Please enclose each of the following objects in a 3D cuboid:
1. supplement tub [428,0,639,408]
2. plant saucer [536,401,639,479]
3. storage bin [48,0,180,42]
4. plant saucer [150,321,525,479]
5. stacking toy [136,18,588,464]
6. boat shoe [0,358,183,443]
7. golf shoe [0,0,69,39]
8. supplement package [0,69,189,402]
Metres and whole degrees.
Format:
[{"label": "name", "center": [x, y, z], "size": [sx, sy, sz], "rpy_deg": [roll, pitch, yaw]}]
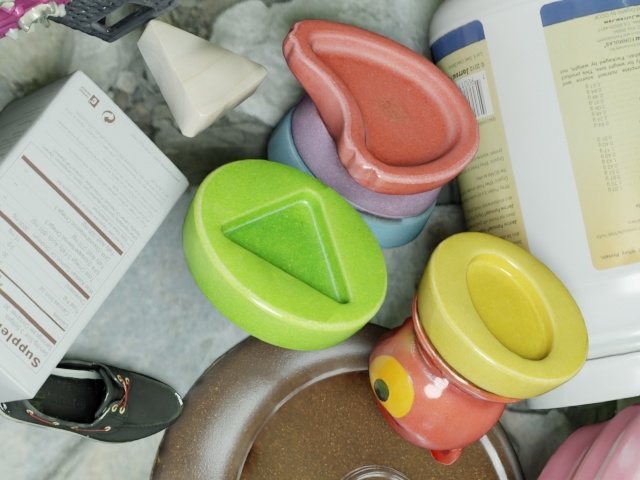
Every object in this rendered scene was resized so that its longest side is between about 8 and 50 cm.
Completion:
[{"label": "supplement tub", "center": [0.218, -0.045, 1.212], "size": [0.228, 0.228, 0.316], "rpy_deg": [-8, 86, -36]}, {"label": "plant saucer", "center": [0.193, 0.263, 1.142], "size": [0.332, 0.084, 0.332], "rpy_deg": [-40, 137, -51]}, {"label": "storage bin", "center": [-0.139, -0.237, 1.061], "size": [0.084, 0.122, 0.180], "rpy_deg": [19, 70, -32]}, {"label": "plant saucer", "center": [0.031, 0.202, 1.114], "size": [0.310, 0.050, 0.311], "rpy_deg": [7, 74, -26]}, {"label": "stacking toy", "center": [0.000, 0.000, 1.074], "size": [0.279, 0.130, 0.309], "rpy_deg": [6, 47, -33]}, {"label": "boat shoe", "center": [-0.144, 0.104, 1.040], "size": [0.133, 0.042, 0.049], "rpy_deg": [12, 72, -35]}, {"label": "golf shoe", "center": [-0.233, -0.164, 0.922], "size": [0.306, 0.115, 0.140], "rpy_deg": [-32, 84, -1]}, {"label": "supplement package", "center": [-0.185, 0.001, 0.990], "size": [0.105, 0.105, 0.179], "rpy_deg": [46, 59, -21]}]
